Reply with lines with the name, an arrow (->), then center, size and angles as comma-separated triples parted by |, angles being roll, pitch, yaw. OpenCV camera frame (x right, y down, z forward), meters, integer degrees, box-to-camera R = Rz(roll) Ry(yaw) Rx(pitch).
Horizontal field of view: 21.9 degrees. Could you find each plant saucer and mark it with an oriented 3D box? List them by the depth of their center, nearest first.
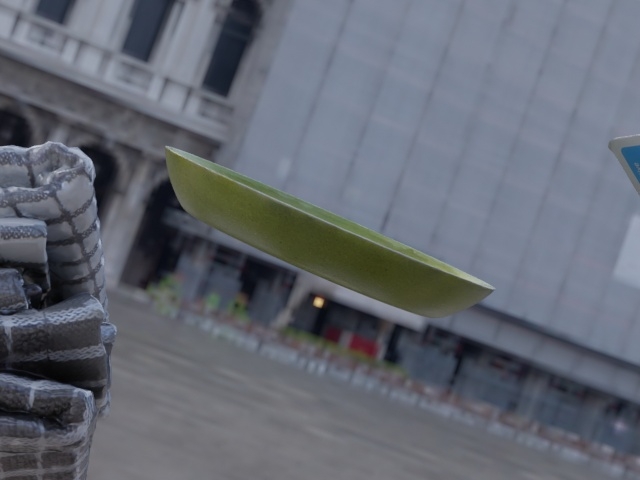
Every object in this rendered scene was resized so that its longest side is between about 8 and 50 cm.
plant saucer -> 0.000, 0.000, 1.110 | 0.241, 0.037, 0.241 | 23, 3, -1

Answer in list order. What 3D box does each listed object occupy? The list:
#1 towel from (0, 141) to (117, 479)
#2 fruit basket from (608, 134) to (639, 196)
towel -> -0.227, 0.074, 0.709 | 0.284, 0.121, 0.235 | -3, -28, -11
fruit basket -> 0.373, 0.055, 1.065 | 0.353, 0.165, 0.327 | -8, -58, 55
